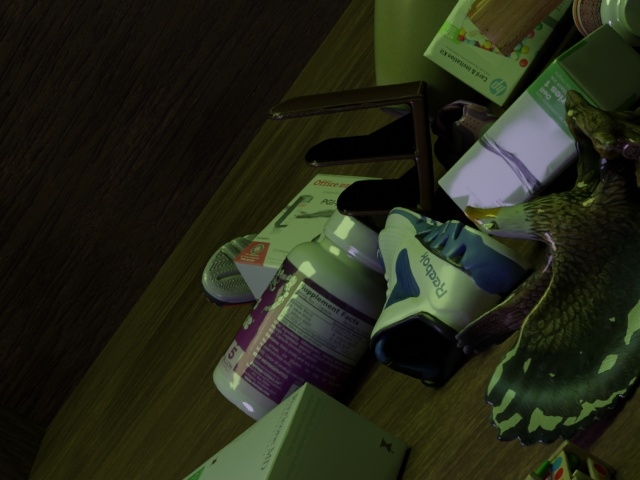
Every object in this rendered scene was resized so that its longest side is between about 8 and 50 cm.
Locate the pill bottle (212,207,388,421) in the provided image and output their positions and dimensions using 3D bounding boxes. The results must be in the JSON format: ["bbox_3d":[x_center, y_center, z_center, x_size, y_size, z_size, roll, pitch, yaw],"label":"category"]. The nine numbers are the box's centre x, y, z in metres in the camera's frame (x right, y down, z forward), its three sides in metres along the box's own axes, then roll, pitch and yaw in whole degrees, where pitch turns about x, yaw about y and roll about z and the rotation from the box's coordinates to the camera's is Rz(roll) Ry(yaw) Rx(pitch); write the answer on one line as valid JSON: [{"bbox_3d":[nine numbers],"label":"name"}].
[{"bbox_3d":[-0.005,0.109,1.923,0.301,0.169,0.169,-57,13,4],"label":"pill bottle"}]

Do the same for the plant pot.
[{"bbox_3d":[0.182,-0.317,2.123,0.256,0.256,0.274,-169,95,-76],"label":"plant pot"}]

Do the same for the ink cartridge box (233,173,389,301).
[{"bbox_3d":[0.000,0.000,2.109,0.158,0.092,0.218,7,44,49],"label":"ink cartridge box"}]

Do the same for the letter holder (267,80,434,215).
[{"bbox_3d":[0.045,-0.126,1.915,0.302,0.214,0.152,-65,-30,-79],"label":"letter holder"}]

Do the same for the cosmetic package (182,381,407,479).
[{"bbox_3d":[-0.070,0.344,1.665,0.365,0.155,0.197,-45,16,48],"label":"cosmetic package"}]

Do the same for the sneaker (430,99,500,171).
[{"bbox_3d":[0.196,-0.149,1.920,0.095,0.104,0.236,-60,12,-4],"label":"sneaker"}]

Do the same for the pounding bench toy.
[{"bbox_3d":[0.199,0.201,1.153,0.052,0.083,0.065,-53,15,22],"label":"pounding bench toy"}]

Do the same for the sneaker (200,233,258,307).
[{"bbox_3d":[-0.100,0.072,2.385,0.321,0.124,0.180,-27,-23,-45],"label":"sneaker"}]

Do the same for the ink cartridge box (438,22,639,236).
[{"bbox_3d":[0.254,-0.122,1.566,0.219,0.092,0.160,-47,-7,38],"label":"ink cartridge box"}]

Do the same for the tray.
[{"bbox_3d":[0.359,-0.414,1.766,0.411,0.076,0.203,-43,6,15],"label":"tray"}]

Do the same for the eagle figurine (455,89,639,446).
[{"bbox_3d":[0.239,0.018,1.308,0.226,0.225,0.298,-15,-63,-47],"label":"eagle figurine"}]

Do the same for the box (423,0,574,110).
[{"bbox_3d":[0.256,-0.301,1.972,0.186,0.145,0.038,-56,-21,9],"label":"box"}]

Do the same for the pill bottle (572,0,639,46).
[{"bbox_3d":[0.360,-0.271,1.639,0.086,0.086,0.152,-57,13,4],"label":"pill bottle"}]

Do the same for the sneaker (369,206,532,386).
[{"bbox_3d":[0.115,0.070,1.666,0.182,0.127,0.315,-57,14,-6],"label":"sneaker"}]
